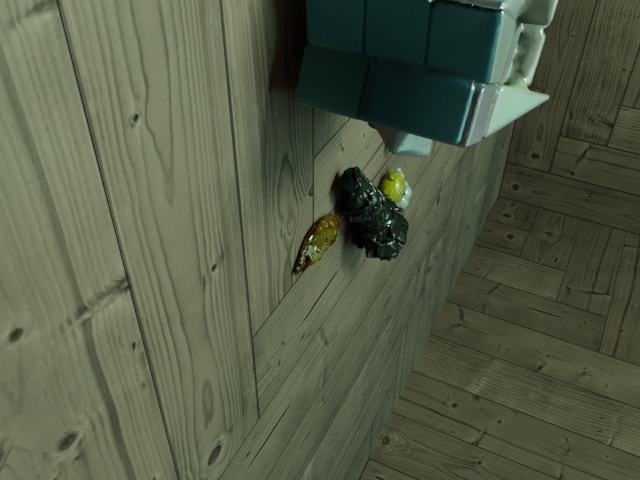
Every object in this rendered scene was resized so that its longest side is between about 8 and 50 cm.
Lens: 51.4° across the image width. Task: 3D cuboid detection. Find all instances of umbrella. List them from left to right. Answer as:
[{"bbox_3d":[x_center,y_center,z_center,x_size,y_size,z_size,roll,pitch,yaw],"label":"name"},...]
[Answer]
[{"bbox_3d":[0.106,-0.047,1.486,0.337,0.128,0.154,27,66,-64],"label":"umbrella"}]

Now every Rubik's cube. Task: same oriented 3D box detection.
[{"bbox_3d":[0.164,-0.311,1.008,0.368,0.387,0.358,-32,139,-64],"label":"Rubik's cube"}]

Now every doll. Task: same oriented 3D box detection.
[{"bbox_3d":[0.194,-0.127,1.720,0.106,0.062,0.162,-66,161,-2],"label":"doll"}]

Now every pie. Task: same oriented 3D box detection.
[{"bbox_3d":[0.001,-0.003,1.360,0.191,0.033,0.088,-44,142,-53],"label":"pie"}]
